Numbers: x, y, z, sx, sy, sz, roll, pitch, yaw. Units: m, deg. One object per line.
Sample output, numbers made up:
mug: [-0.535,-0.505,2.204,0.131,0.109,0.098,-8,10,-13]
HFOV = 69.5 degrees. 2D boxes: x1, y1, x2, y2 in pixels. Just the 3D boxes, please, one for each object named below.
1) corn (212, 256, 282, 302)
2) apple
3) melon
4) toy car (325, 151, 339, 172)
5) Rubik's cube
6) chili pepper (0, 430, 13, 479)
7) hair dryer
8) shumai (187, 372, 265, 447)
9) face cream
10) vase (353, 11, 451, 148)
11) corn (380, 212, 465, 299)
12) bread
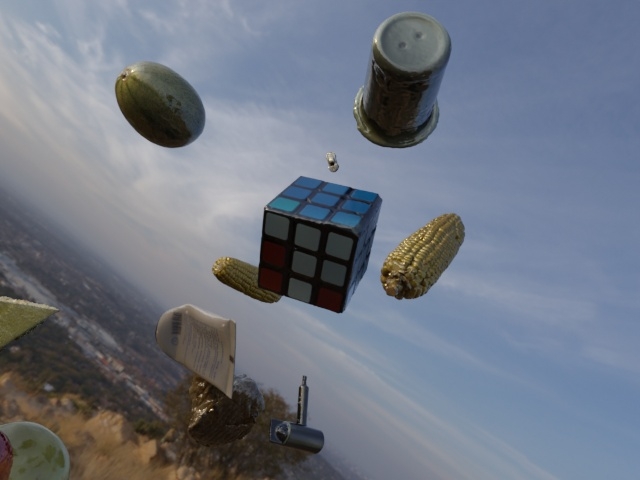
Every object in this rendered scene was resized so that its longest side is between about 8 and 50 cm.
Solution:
corn: [-0.226,0.131,1.506,0.106,0.106,0.305,27,-4,38]
apple: [-0.816,0.621,1.225,0.262,0.262,0.262,37,-17,14]
melon: [-0.537,-0.455,1.562,0.248,0.248,0.329,29,-11,35]
toy car: [0.048,-0.316,1.861,0.025,0.041,0.093,44,28,-57]
Rubik's cube: [0.000,0.000,0.786,0.162,0.160,0.163,18,-59,13]
chili pepper: [-0.407,0.309,0.536,0.137,0.092,0.368,54,-44,41]
hair dryer: [-0.082,0.563,1.542,0.195,0.248,0.078,30,-47,-30]
shumai: [-0.358,0.567,1.689,0.217,0.346,0.283,21,23,-28]
face cream: [-0.400,0.325,1.492,0.137,0.235,0.420,1,6,-44]
vase: [0.213,-0.399,1.158,0.245,0.245,0.291,38,-13,9]
corn: [0.260,0.037,1.145,0.130,0.347,0.130,23,-50,31]
bread: [-0.918,0.280,1.127,0.345,0.405,0.242,14,-15,37]
